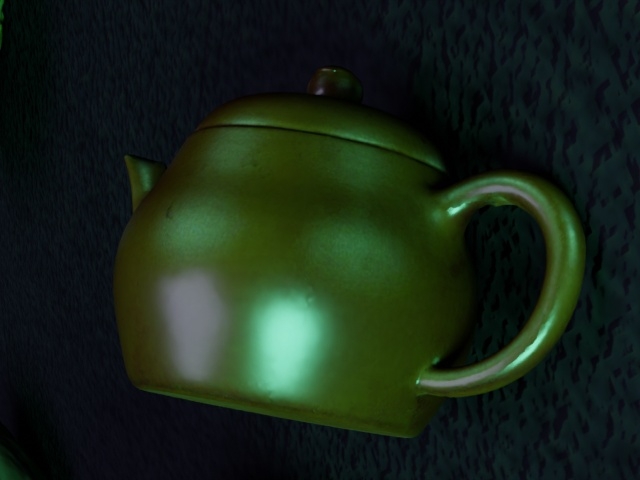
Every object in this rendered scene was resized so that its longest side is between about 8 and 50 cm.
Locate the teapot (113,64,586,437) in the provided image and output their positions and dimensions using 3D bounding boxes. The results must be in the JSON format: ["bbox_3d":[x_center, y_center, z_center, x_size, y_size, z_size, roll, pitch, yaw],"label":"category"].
[{"bbox_3d":[0.000,0.000,0.414,0.173,0.116,0.116,5,106,37],"label":"teapot"}]

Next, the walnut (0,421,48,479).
[{"bbox_3d":[-0.287,0.218,0.993,0.224,0.224,0.224,36,131,56],"label":"walnut"}]

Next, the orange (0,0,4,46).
[{"bbox_3d":[-0.313,-0.159,0.868,0.301,0.223,0.300,53,155,39],"label":"orange"}]
